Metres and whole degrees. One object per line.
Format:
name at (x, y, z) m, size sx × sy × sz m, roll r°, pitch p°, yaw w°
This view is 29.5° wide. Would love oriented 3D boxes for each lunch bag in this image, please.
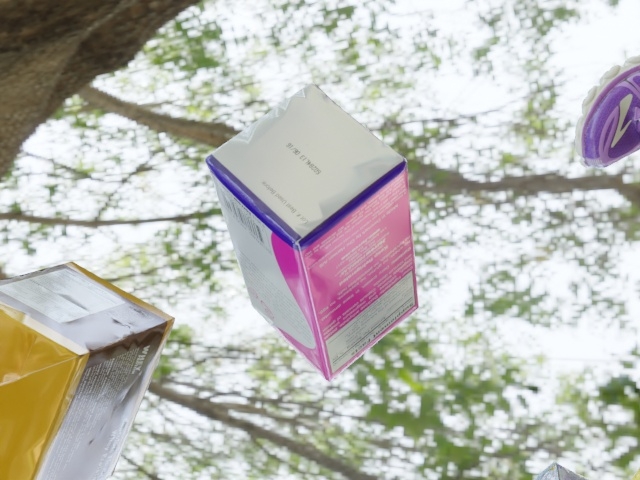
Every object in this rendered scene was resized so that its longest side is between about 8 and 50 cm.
lunch bag at (0.252, 0.273, 1.211) m, size 0.071 × 0.053 × 0.083 m, roll 29°, pitch -144°, yaw -16°

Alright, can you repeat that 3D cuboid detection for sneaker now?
sneaker at (0.259, -0.102, 0.872) m, size 0.170 × 0.071 × 0.068 m, roll -30°, pitch -49°, yaw -4°

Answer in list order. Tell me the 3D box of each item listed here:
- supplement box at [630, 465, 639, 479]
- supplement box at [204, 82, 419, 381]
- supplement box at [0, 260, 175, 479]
supplement box at (0.219, 0.058, 0.268) m, size 0.195 × 0.194 × 0.356 m, roll 3°, pitch -59°, yaw -42°
supplement box at (0.000, 0.000, 0.982) m, size 0.114 × 0.111 × 0.220 m, roll -37°, pitch -30°, yaw -18°
supplement box at (-0.263, 0.143, 1.151) m, size 0.191 × 0.129 × 0.194 m, roll -67°, pitch -15°, yaw 14°
